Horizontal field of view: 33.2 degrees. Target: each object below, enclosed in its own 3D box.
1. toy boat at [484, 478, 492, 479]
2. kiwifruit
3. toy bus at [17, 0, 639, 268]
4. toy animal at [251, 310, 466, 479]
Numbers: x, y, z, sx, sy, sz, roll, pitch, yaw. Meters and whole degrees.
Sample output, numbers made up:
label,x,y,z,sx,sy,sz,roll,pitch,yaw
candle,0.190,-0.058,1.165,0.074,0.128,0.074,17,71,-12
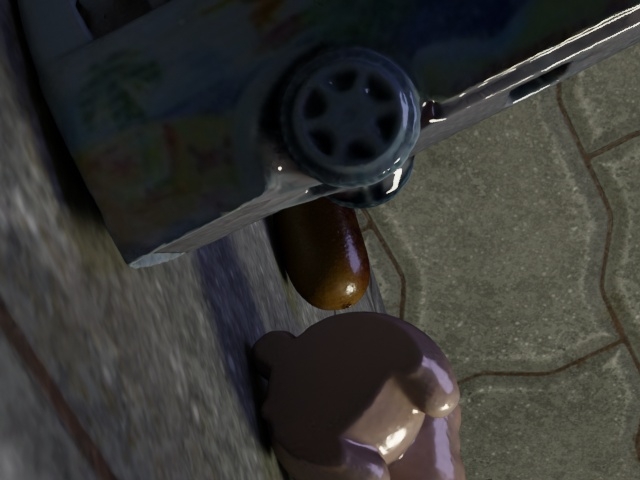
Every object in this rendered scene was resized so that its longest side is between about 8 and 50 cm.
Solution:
label,x,y,z,sx,sy,sz,roll,pitch,yaw
toy boat,0.094,0.246,0.809,0.321,0.121,0.089,-89,166,-76
kiwifruit,0.000,0.000,0.879,0.075,0.075,0.124,60,9,-70
toy bus,0.058,-0.110,0.393,0.136,0.330,0.109,63,4,2
toy animal,0.041,0.124,0.647,0.212,0.124,0.124,60,13,-54
